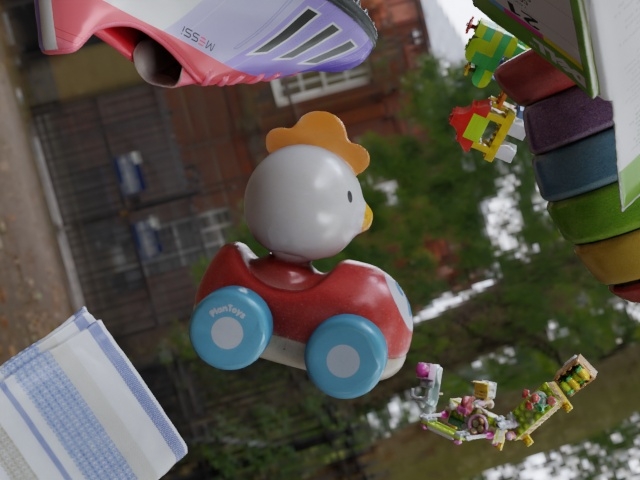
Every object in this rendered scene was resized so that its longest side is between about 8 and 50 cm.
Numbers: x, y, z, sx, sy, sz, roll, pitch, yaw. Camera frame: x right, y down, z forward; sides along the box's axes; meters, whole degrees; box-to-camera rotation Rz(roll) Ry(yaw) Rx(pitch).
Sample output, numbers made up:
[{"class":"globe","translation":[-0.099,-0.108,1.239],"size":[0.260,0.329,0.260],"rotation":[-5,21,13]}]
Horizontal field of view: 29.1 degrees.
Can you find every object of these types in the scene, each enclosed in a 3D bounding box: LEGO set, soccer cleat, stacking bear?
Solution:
[{"class":"LEGO set","translation":[0.244,0.232,1.740],"size":[0.287,0.107,0.132],"rotation":[-8,-99,39]},{"class":"soccer cleat","translation":[-0.077,-0.155,0.897],"size":[0.108,0.318,0.117],"rotation":[5,-95,39]},{"class":"stacking bear","translation":[0.252,-0.022,0.881],"size":[0.175,0.164,0.289],"rotation":[-26,93,-55]}]

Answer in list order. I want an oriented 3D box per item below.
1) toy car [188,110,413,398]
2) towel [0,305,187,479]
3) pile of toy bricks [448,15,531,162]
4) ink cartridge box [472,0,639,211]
[{"class":"toy car","translation":[0.000,0.000,1.169],"size":[0.219,0.210,0.238],"rotation":[-41,144,-80]},{"class":"towel","translation":[-0.295,0.224,1.330],"size":[0.209,0.285,0.034],"rotation":[54,-40,-2]},{"class":"pile of toy bricks","translation":[0.199,-0.201,1.321],"size":[0.118,0.105,0.212],"rotation":[-73,-173,-56]},{"class":"ink cartridge box","translation":[0.171,-0.152,0.613],"size":[0.097,0.189,0.255],"rotation":[43,-6,29]}]
